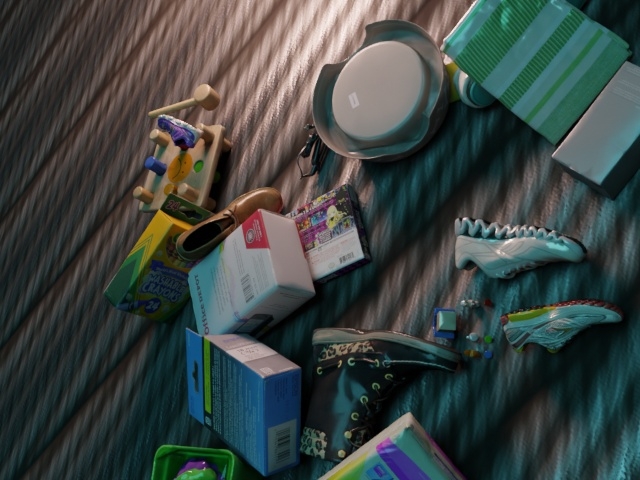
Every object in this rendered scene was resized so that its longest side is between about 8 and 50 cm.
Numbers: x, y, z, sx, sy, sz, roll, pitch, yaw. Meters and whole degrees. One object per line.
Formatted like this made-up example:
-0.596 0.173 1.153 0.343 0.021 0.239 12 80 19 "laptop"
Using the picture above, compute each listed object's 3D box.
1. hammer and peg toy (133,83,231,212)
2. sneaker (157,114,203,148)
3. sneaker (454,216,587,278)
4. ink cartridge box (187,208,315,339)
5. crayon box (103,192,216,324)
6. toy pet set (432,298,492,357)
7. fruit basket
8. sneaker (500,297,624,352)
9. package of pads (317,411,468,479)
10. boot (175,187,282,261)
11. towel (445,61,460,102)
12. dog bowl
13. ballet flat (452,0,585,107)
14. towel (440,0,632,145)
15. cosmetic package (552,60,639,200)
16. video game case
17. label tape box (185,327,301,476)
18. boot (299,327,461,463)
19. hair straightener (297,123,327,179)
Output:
-0.386 -0.250 2.208 0.266 0.127 0.361 -2 69 36 "hammer and peg toy"
-0.395 -0.296 2.107 0.170 0.068 0.071 26 92 40 "sneaker"
0.396 0.025 1.557 0.292 0.110 0.118 9 86 46 "sneaker"
-0.174 0.103 1.879 0.306 0.131 0.226 -40 53 35 "ink cartridge box"
-0.399 0.055 2.049 0.083 0.203 0.323 38 97 39 "crayon box"
0.294 0.183 1.605 0.114 0.065 0.122 4 75 1 "toy pet set"
-0.297 0.629 1.655 0.283 0.392 0.391 -6 69 34 "fruit basket"
0.463 0.163 1.472 0.225 0.088 0.092 -15 85 31 "sneaker"
0.133 0.512 1.496 0.296 0.101 0.229 -40 90 17 "package of pads"
-0.220 -0.041 1.947 0.305 0.115 0.112 -31 91 -15 "boot"
0.237 -0.350 1.862 0.237 0.021 0.102 -16 70 30 "towel"
0.151 -0.345 1.842 0.349 0.102 0.348 -10 71 32 "dog bowl"
0.433 -0.473 1.706 0.400 0.139 0.139 -50 52 10 "ballet flat"
0.445 -0.397 1.616 0.325 0.038 0.248 40 102 6 "towel"
0.583 -0.213 1.506 0.238 0.107 0.127 -54 51 11 "cosmetic package"
0.000 0.000 1.884 0.232 0.042 0.210 -27 59 26 "video game case"
-0.180 0.348 1.769 0.334 0.106 0.240 22 116 49 "label tape box"
0.110 0.333 1.615 0.378 0.138 0.284 0 72 40 "boot"
-0.015 -0.266 1.969 0.047 0.089 0.230 24 90 57 "hair straightener"
